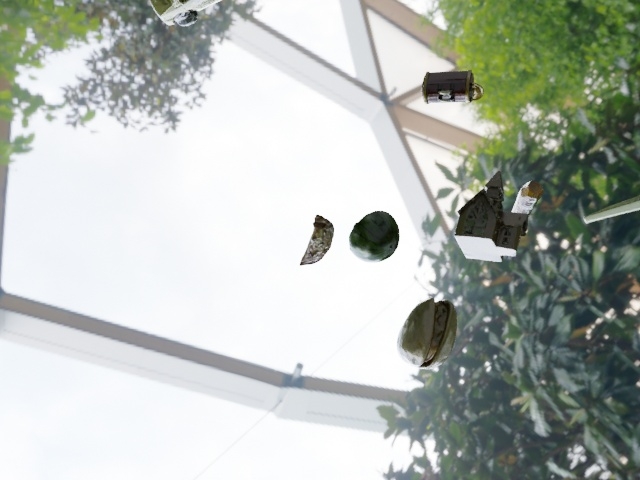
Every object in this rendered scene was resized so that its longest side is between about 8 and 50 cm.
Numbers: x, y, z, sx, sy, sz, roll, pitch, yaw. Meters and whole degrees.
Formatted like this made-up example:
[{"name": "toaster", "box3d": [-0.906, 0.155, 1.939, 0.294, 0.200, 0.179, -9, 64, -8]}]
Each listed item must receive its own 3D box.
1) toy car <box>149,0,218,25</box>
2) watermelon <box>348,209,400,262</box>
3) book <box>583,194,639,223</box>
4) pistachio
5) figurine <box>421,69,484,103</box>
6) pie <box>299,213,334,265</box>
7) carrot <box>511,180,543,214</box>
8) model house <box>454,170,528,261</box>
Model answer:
[{"name": "toy car", "box3d": [-0.157, -0.424, 0.972, 0.256, 0.124, 0.101, -21, -99, 11]}, {"name": "watermelon", "box3d": [0.110, -0.001, 1.225, 0.105, 0.106, 0.062, -10, -152, -28]}, {"name": "book", "box3d": [0.659, -0.093, 1.208, 0.310, 0.216, 0.021, -15, -94, -39]}, {"name": "pistachio", "box3d": [0.229, 0.203, 1.404, 0.124, 0.185, 0.124, 17, -157, -8]}, {"name": "figurine", "box3d": [0.331, -0.377, 1.638, 0.154, 0.083, 0.098, 3, -152, 20]}, {"name": "pie", "box3d": [0.001, 0.001, 1.848, 0.088, 0.191, 0.033, -11, -134, -31]}, {"name": "carrot", "box3d": [0.694, -0.119, 2.214, 0.070, 0.260, 0.070, -1, -115, 3]}, {"name": "model house", "box3d": [0.492, -0.084, 1.818, 0.176, 0.181, 0.248, 7, -110, 29]}]
